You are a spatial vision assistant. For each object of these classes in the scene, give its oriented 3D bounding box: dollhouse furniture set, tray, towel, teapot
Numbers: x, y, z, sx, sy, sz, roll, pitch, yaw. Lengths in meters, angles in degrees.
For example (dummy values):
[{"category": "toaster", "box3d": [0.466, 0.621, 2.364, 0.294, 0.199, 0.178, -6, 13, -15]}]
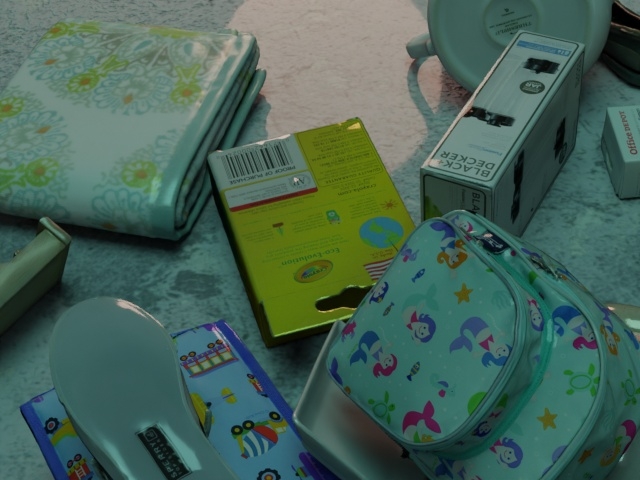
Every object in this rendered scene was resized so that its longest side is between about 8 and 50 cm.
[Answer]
[{"category": "dollhouse furniture set", "box3d": [-0.431, -0.003, 1.414, 0.242, 0.212, 0.161, 39, 57, 5]}, {"category": "tray", "box3d": [0.043, 0.171, 1.192, 0.145, 0.030, 0.270, 40, 18, -3]}, {"category": "towel", "box3d": [-0.270, -0.157, 1.640, 0.321, 0.090, 0.374, 7, 45, 17]}, {"category": "teapot", "box3d": [0.267, -0.306, 1.659, 0.256, 0.252, 0.187, 27, 26, 9]}]

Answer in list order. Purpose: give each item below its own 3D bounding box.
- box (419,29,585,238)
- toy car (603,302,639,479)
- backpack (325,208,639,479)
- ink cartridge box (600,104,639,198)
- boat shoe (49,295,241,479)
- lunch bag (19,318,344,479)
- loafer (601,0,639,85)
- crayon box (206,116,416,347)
[{"category": "box", "box3d": [0.216, -0.099, 1.470, 0.087, 0.169, 0.290, 18, 50, 22]}, {"category": "toy car", "box3d": [0.290, 0.194, 1.189, 0.219, 0.210, 0.238, 9, 74, 32]}, {"category": "backpack", "box3d": [0.148, 0.113, 1.095, 0.253, 0.191, 0.225, 43, 103, 35]}, {"category": "ink cartridge box", "box3d": [0.432, -0.114, 1.539, 0.151, 0.063, 0.109, -4, 44, 1]}, {"category": "boat shoe", "box3d": [-0.137, 0.180, 1.062, 0.113, 0.105, 0.306, -28, 56, -24]}, {"category": "lunch bag", "box3d": [-0.137, 0.203, 1.181, 0.221, 0.138, 0.293, -24, 59, -18]}, {"category": "loafer", "box3d": [0.393, -0.313, 1.732, 0.096, 0.084, 0.267, -26, 48, -20]}, {"category": "crayon box", "box3d": [0.000, 0.000, 1.452, 0.202, 0.081, 0.318, -14, 44, -8]}]
